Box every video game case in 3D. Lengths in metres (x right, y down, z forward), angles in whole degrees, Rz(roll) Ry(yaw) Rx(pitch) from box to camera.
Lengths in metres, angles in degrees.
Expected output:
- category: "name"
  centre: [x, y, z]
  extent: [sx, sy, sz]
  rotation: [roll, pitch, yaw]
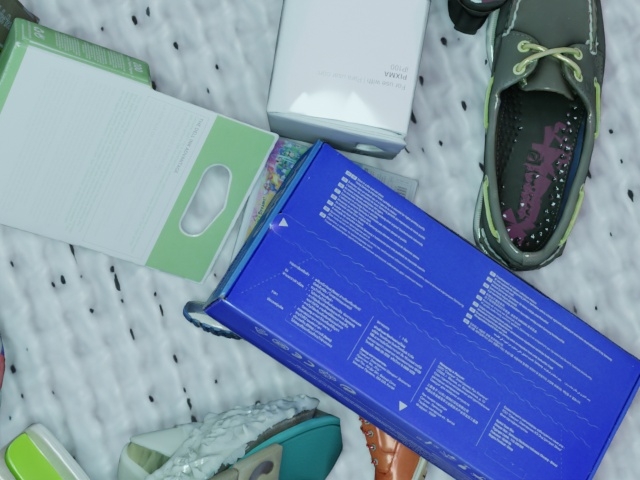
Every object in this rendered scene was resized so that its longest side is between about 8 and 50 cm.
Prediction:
- category: "video game case"
  centre: [0.000, 0.000, 1.244]
  extent: [0.143, 0.019, 0.157]
  rotation: [17, 75, -6]

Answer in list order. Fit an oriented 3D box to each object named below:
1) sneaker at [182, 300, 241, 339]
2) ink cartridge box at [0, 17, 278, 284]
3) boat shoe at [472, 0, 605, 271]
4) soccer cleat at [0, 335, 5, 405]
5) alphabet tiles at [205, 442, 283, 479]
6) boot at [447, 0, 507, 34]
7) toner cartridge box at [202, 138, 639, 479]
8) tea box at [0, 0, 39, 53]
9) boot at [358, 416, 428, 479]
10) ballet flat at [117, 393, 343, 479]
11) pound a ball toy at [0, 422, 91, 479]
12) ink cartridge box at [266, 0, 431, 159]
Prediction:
- category: "sneaker"
  centre: [-0.054, 0.060, 1.254]
  extent: [0.135, 0.052, 0.058]
  rotation: [8, 79, -9]
- category: "ink cartridge box"
  centre: [-0.178, -0.071, 1.212]
  extent: [0.235, 0.056, 0.171]
  rotation: [17, 118, -23]
- category: "boat shoe"
  centre: [0.196, -0.123, 1.238]
  extent: [0.109, 0.091, 0.305]
  rotation: [8, 89, -2]
- category: "soccer cleat"
  centre: [-0.406, 0.163, 1.221]
  extent: [0.318, 0.116, 0.109]
  rotation: [-28, 119, 14]
- category: "alphabet tiles"
  centre: [-0.103, 0.339, 1.121]
  extent: [0.011, 0.285, 0.343]
  rotation: [20, 113, 31]
- category: "boot"
  centre: [0.141, -0.283, 1.222]
  extent: [0.076, 0.137, 0.198]
  rotation: [15, 85, 0]
- category: "toner cartridge box"
  centre: [0.091, 0.083, 1.196]
  extent: [0.348, 0.075, 0.165]
  rotation: [35, 70, -8]
- category: "tea box"
  centre: [-0.459, -0.139, 1.151]
  extent: [0.329, 0.220, 0.324]
  rotation: [30, 89, -2]
- category: "boot"
  centre: [0.060, 0.185, 1.252]
  extent: [0.084, 0.059, 0.158]
  rotation: [26, 80, 1]
- category: "ballet flat"
  centre: [-0.144, 0.226, 1.133]
  extent: [0.409, 0.147, 0.147]
  rotation: [-36, 91, -43]
- category: "pound a ball toy"
  centre: [-0.257, 0.310, 1.177]
  extent: [0.319, 0.136, 0.208]
  rotation: [50, 48, -1]
- category: "ink cartridge box"
  centre: [0.034, -0.221, 1.175]
  extent: [0.117, 0.207, 0.283]
  rotation: [10, 89, -1]
